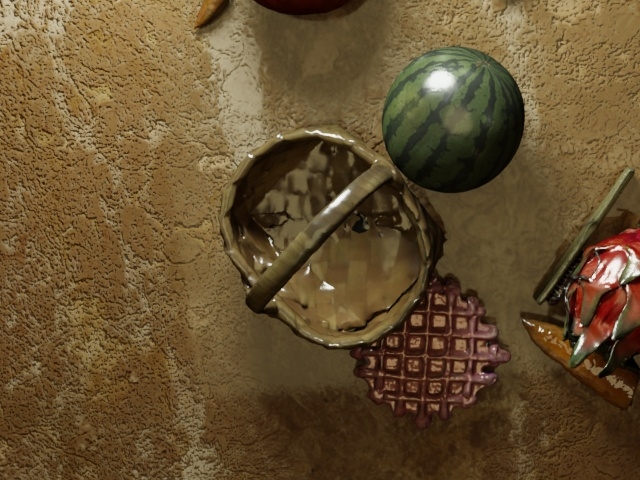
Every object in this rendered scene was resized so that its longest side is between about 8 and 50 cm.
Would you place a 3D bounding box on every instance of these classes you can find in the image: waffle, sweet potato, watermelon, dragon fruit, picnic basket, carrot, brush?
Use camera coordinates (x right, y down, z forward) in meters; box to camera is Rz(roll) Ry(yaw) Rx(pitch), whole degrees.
[{"bbox_3d":[0.164,0.176,1.805,0.234,0.055,0.221,-41,91,12],"label":"waffle"},{"bbox_3d":[-0.163,-0.360,1.770,0.034,0.034,0.095,38,111,-1],"label":"sweet potato"},{"bbox_3d":[0.191,-0.171,1.675,0.212,0.212,0.212,1,99,6],"label":"watermelon"},{"bbox_3d":[0.447,0.091,1.689,0.274,0.192,0.193,-34,67,-12],"label":"dragon fruit"},{"bbox_3d":[0.000,0.000,1.649,0.337,0.337,0.293,44,103,-2],"label":"picnic basket"},{"bbox_3d":[0.394,0.177,1.774,0.205,0.072,0.072,33,100,2],"label":"carrot"},{"bbox_3d":[0.407,-0.002,1.761,0.036,0.043,0.248,32,100,-7],"label":"brush"}]

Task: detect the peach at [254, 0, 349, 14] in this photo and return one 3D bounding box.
[{"bbox_3d":[-0.039,-0.456,1.638,0.281,0.238,0.281,-13,116,-29],"label":"peach"}]
